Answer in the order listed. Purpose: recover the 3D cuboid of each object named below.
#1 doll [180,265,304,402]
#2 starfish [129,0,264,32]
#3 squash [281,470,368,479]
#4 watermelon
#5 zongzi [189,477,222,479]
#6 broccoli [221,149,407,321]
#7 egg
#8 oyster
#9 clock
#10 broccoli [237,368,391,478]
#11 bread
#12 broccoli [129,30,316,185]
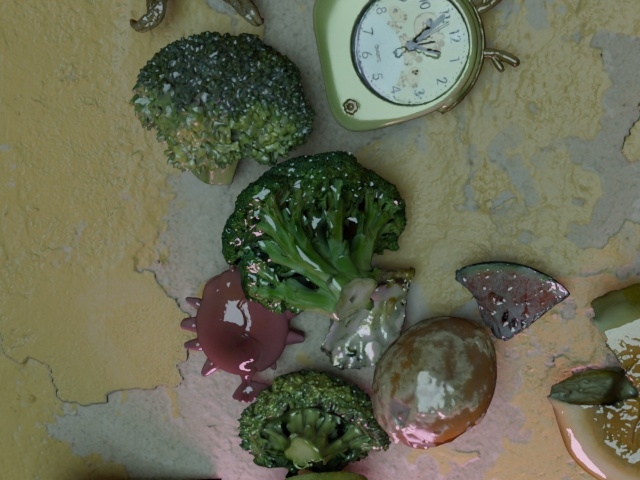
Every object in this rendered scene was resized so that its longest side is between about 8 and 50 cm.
[{"bbox_3d":[-0.133,0.155,1.735,0.211,0.093,0.262,-9,107,3],"label":"doll"},{"bbox_3d":[-0.199,-0.499,1.640,0.327,0.094,0.375,28,99,-3],"label":"starfish"},{"bbox_3d":[-0.022,0.462,1.718,0.220,0.220,0.133,-6,77,15],"label":"squash"},{"bbox_3d":[0.301,0.093,1.642,0.187,0.071,0.139,13,109,3],"label":"watermelon"},{"bbox_3d":[-0.414,0.518,1.752,0.383,0.362,0.319,10,73,14],"label":"zongzi"},{"bbox_3d":[0.000,0.000,1.584,0.275,0.308,0.308,47,111,40],"label":"broccoli"},{"bbox_3d":[0.185,0.227,1.628,0.195,0.195,0.233,45,95,3],"label":"egg"},{"bbox_3d":[0.075,0.128,1.703,0.133,0.072,0.209,9,120,-2],"label":"oyster"},{"bbox_3d":[0.151,-0.305,1.590,0.308,0.096,0.235,-8,96,15],"label":"clock"},{"bbox_3d":[-0.008,0.318,1.700,0.226,0.176,0.198,32,121,29],"label":"broccoli"},{"bbox_3d":[0.517,0.230,1.562,0.333,0.160,0.333,3,102,14],"label":"bread"},{"bbox_3d":[-0.165,-0.215,1.622,0.260,0.235,0.288,-56,48,14],"label":"broccoli"}]
